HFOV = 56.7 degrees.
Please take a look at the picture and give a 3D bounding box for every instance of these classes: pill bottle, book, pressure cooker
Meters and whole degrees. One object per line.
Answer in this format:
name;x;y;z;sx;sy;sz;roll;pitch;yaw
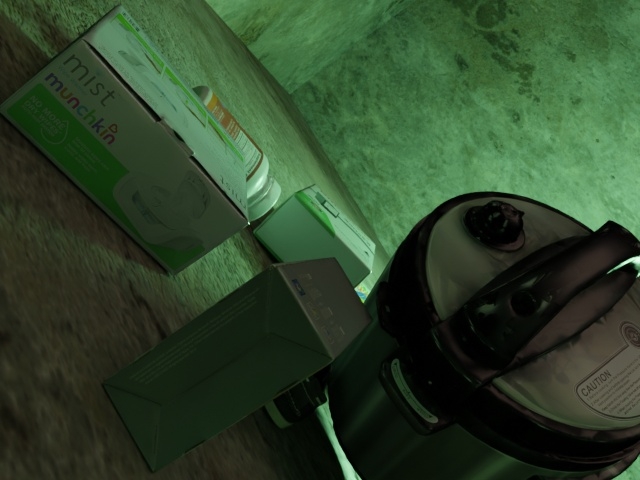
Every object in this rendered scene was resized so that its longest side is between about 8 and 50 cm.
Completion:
pill bottle;-0.164;-0.135;0.975;0.216;0.121;0.121;50;12;-32
book;0.098;0.140;1.573;0.096;0.035;0.144;54;13;1
pressure cooker;0.223;0.144;0.772;0.375;0.421;0.370;19;47;-5

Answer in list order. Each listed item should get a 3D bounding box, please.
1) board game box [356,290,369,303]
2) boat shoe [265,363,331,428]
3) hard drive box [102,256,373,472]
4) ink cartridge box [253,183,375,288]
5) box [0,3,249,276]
board game box;0.094;0.177;1.368;0.281;0.027;0.145;24;34;-60
boat shoe;-0.013;0.183;0.814;0.084;0.079;0.233;54;9;2
hard drive box;-0.059;0.101;0.571;0.089;0.181;0.232;57;11;6
ink cartridge box;0.000;0.000;1.232;0.211;0.121;0.289;46;11;-2
box;-0.212;-0.129;0.727;0.262;0.126;0.231;50;13;-29
